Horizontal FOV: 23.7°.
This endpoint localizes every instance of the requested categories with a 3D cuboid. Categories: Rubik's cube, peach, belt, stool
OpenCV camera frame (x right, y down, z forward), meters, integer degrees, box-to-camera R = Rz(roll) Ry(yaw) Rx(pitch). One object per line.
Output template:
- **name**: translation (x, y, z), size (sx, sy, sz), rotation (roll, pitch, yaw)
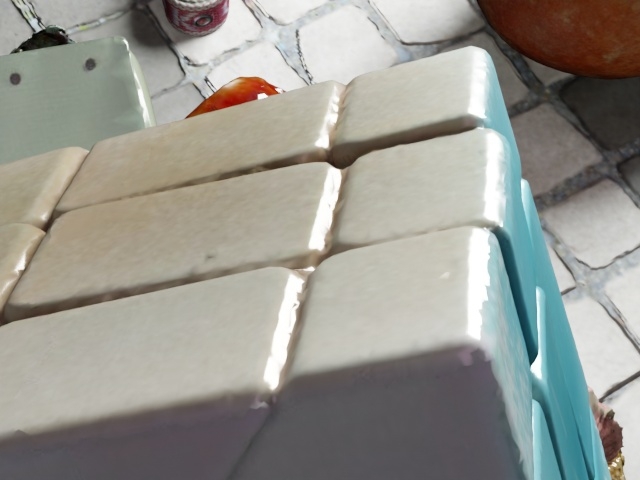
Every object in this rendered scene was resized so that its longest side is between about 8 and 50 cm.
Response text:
- **Rubik's cube**: translation (-0.028, 0.129, 0.760), size (0.318, 0.322, 0.316), rotation (-12, 25, 13)
- **peach**: translation (0.229, -0.252, 1.226), size (0.252, 0.252, 0.252), rotation (2, 62, -3)
- **belt**: translation (-0.119, -0.284, 1.324), size (0.071, 0.053, 0.232), rotation (-4, 63, -6)
- **stool**: translation (-0.239, -0.001, 1.035), size (0.269, 0.243, 0.170), rotation (-11, 78, -10)

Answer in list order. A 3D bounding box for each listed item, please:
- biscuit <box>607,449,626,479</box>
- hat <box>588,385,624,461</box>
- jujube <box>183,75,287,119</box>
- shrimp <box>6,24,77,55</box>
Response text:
- **biscuit**: translation (0.193, 0.230, 1.079), size (0.064, 0.034, 0.199), rotation (2, 62, -3)
- **hat**: translation (0.050, 0.154, 1.021), size (0.286, 0.237, 0.107), rotation (-31, 50, 16)
- **jujube**: translation (0.000, 0.000, 1.090), size (0.255, 0.190, 0.190), rotation (44, 66, -3)
- **shrimp**: translation (-0.261, -0.101, 1.220), size (0.082, 0.076, 0.174), rotation (53, 58, -23)
